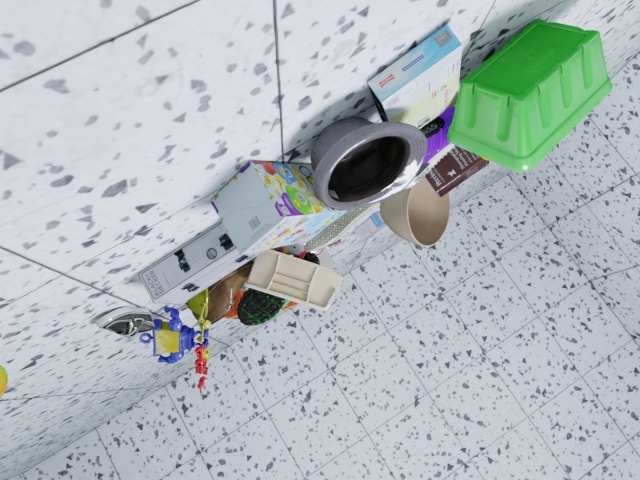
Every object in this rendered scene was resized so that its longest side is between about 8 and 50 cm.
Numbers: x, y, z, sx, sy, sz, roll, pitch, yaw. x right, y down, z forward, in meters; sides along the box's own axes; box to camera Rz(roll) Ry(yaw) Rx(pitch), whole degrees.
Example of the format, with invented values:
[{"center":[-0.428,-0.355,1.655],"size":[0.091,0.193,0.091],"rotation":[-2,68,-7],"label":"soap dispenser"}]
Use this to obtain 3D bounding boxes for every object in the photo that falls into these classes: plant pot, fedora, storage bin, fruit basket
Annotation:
[{"center":[0.340,-0.127,1.850],"size":[0.284,0.284,0.190],"rotation":[-23,-159,-41],"label":"plant pot"},{"center":[0.088,-0.189,1.081],"size":[0.275,0.124,0.244],"rotation":[-18,145,-22],"label":"fedora"},{"center":[-0.085,0.115,1.483],"size":[0.262,0.260,0.123],"rotation":[153,-45,-83],"label":"storage bin"},{"center":[0.513,-0.316,1.239],"size":[0.392,0.283,0.392],"rotation":[-25,134,-30],"label":"fruit basket"}]

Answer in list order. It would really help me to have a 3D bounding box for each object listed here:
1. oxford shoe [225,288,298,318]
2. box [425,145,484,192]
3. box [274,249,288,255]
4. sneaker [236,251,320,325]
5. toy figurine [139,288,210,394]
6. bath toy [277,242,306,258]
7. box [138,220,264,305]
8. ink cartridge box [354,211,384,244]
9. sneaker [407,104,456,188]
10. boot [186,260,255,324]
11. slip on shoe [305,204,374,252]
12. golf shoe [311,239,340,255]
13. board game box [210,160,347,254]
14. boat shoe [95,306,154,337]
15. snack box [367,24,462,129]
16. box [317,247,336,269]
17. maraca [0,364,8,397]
[{"center":[-0.213,0.234,1.889],"size":[0.363,0.130,0.132],"rotation":[-11,160,20],"label":"oxford shoe"},{"center":[0.430,-0.274,1.606],"size":[0.203,0.168,0.167],"rotation":[-36,169,14],"label":"box"},{"center":[-0.173,0.097,1.774],"size":[0.126,0.072,0.137],"rotation":[-29,168,-16],"label":"box"},{"center":[-0.137,0.182,1.688],"size":[0.343,0.134,0.146],"rotation":[-36,164,-7],"label":"sneaker"},{"center":[-0.467,0.302,1.527],"size":[0.217,0.363,0.191],"rotation":[4,-154,-7],"label":"toy figurine"},{"center":[-0.038,-0.054,1.374],"size":[0.151,0.129,0.348],"rotation":[-24,166,-38],"label":"bath toy"},{"center":[-0.292,0.052,1.235],"size":[0.290,0.087,0.169],"rotation":[-33,169,0],"label":"box"},{"center":[0.230,-0.060,2.226],"size":[0.181,0.062,0.104],"rotation":[-41,165,34],"label":"ink cartridge box"},{"center":[0.285,-0.289,1.329],"size":[0.293,0.102,0.146],"rotation":[-50,132,-5],"label":"sneaker"},{"center":[-0.311,0.181,1.654],"size":[0.305,0.115,0.112],"rotation":[-37,165,13],"label":"boot"},{"center":[0.041,-0.063,1.593],"size":[0.331,0.123,0.101],"rotation":[-35,173,-13],"label":"slip on shoe"},{"center":[0.000,0.000,1.891],"size":[0.186,0.067,0.086],"rotation":[-26,140,-27],"label":"golf shoe"},{"center":[-0.085,-0.079,1.102],"size":[0.144,0.142,0.275],"rotation":[-37,167,28],"label":"board game box"},{"center":[-0.538,0.232,1.361],"size":[0.077,0.070,0.219],"rotation":[-35,168,8],"label":"boat shoe"},{"center":[0.219,-0.329,1.087],"size":[0.187,0.060,0.322],"rotation":[-34,168,9],"label":"snack box"},{"center":[-0.100,0.148,2.054],"size":[0.311,0.121,0.148],"rotation":[-29,168,-16],"label":"box"},{"center":[-0.754,0.306,1.040],"size":[0.127,0.099,0.186],"rotation":[-37,148,-34],"label":"maraca"}]
